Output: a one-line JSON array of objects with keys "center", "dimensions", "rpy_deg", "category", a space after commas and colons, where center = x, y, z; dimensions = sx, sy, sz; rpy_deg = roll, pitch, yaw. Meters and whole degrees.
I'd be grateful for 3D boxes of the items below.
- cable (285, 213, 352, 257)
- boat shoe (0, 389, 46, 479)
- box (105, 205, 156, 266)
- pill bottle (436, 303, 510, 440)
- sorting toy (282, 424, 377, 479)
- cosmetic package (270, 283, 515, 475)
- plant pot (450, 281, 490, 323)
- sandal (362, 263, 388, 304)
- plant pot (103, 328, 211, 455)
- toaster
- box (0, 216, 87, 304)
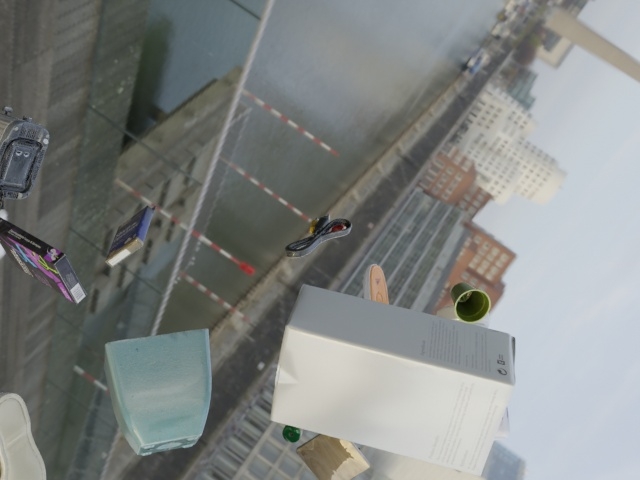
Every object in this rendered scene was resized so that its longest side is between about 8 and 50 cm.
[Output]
[{"center": [0.000, 0.000, 2.172], "dimensions": [0.287, 0.139, 0.072], "rpy_deg": [-53, 149, -54], "category": "cable"}, {"center": [-0.682, 0.471, 1.586], "dimensions": [0.116, 0.097, 0.324], "rpy_deg": [-33, 124, -55], "category": "boat shoe"}, {"center": [-0.590, -0.025, 2.291], "dimensions": [0.136, 0.036, 0.225], "rpy_deg": [-33, -152, 21], "category": "box"}, {"center": [0.341, 0.308, 1.706], "dimensions": [0.169, 0.169, 0.301], "rpy_deg": [114, -23, -67], "category": "pill bottle"}, {"center": [0.039, 0.525, 1.780], "dimensions": [0.132, 0.274, 0.046], "rpy_deg": [-37, -176, 20], "category": "sorting toy"}, {"center": [0.121, 0.238, 1.275], "dimensions": [0.156, 0.385, 0.217], "rpy_deg": [-64, 168, -61], "category": "cosmetic package"}, {"center": [0.329, 0.133, 1.651], "dimensions": [0.083, 0.083, 0.079], "rpy_deg": [-56, -161, 11], "category": "plant pot"}, {"center": [0.144, 0.176, 1.543], "dimensions": [0.076, 0.265, 0.102], "rpy_deg": [-12, 170, 34], "category": "sandal"}, {"center": [-0.394, 0.387, 1.814], "dimensions": [0.248, 0.252, 0.247], "rpy_deg": [-6, 158, -19], "category": "plant pot"}, {"center": [-0.748, -0.197, 1.724], "dimensions": [0.129, 0.146, 0.227], "rpy_deg": [6, 107, -61], "category": "toaster"}, {"center": [-0.477, 0.035, 1.241], "dimensions": [0.029, 0.162, 0.116], "rpy_deg": [-49, 152, -29], "category": "box"}]
